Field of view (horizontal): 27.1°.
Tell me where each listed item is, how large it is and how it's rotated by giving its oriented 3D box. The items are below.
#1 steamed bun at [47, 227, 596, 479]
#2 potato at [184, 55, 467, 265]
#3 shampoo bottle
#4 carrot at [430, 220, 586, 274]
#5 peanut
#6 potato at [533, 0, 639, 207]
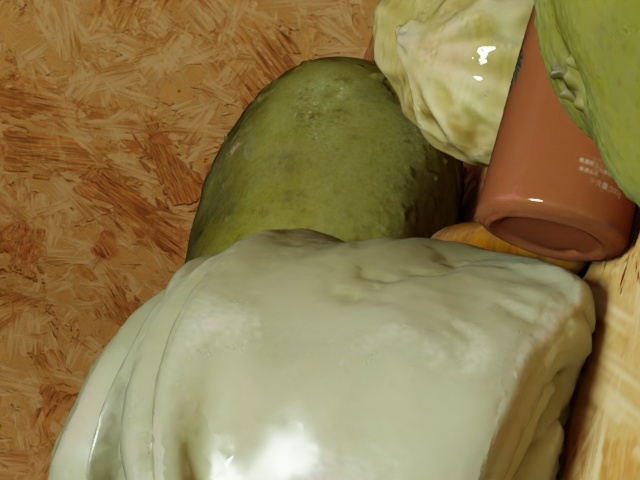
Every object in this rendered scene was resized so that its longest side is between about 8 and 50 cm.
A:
[{"bbox_3d":[-0.023,0.144,0.743,0.368,0.255,0.342,117,173,-54],"label":"steamed bun"},{"bbox_3d":[-0.006,0.017,1.089,0.359,0.219,0.270,-71,2,-46],"label":"potato"},{"bbox_3d":[0.151,-0.112,0.719,0.085,0.085,0.244,124,163,-72],"label":"shampoo bottle"},{"bbox_3d":[0.119,0.012,0.830,0.209,0.061,0.061,161,127,-77],"label":"carrot"},{"bbox_3d":[0.109,-0.152,0.909,0.325,0.153,0.140,-98,11,-60],"label":"peanut"},{"bbox_3d":[0.150,-0.119,0.369,0.251,0.159,0.174,-59,35,29],"label":"potato"}]
